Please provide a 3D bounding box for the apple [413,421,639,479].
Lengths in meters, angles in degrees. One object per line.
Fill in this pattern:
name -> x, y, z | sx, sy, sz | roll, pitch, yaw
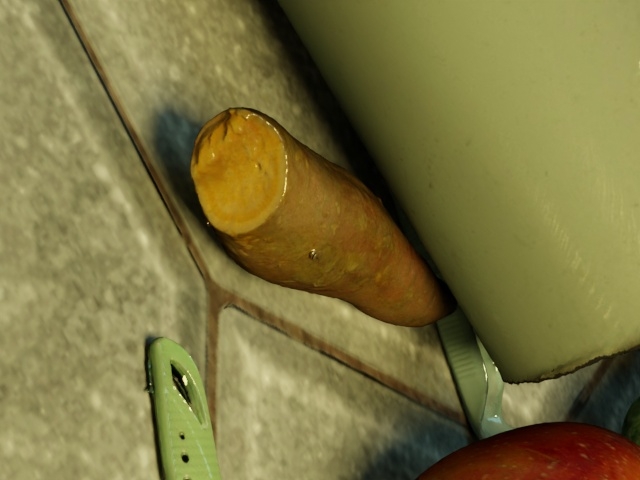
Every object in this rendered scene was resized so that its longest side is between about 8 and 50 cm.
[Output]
apple -> 0.110, 0.193, 0.868 | 0.201, 0.162, 0.201 | 44, 40, -52

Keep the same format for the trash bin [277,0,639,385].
trash bin -> 0.108, -0.163, 0.916 | 0.432, 0.280, 0.280 | 62, 32, -1

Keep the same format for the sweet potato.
sweet potato -> 0.000, 0.000, 0.894 | 0.243, 0.077, 0.077 | 39, 42, -55

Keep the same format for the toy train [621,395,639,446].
toy train -> 0.362, 0.215, 1.094 | 0.397, 0.160, 0.253 | 11, 78, -25

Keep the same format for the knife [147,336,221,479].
knife -> -0.046, 0.186, 0.763 | 0.043, 0.019, 0.293 | 10, 63, -52

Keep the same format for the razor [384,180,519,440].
razor -> 0.089, 0.040, 1.025 | 0.111, 0.056, 0.278 | -15, 78, -55
